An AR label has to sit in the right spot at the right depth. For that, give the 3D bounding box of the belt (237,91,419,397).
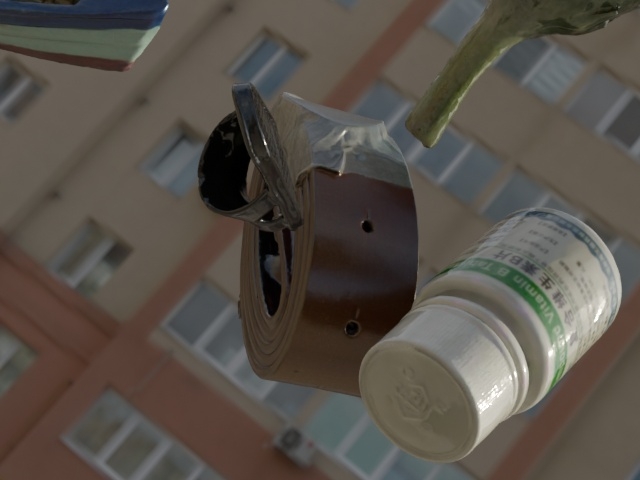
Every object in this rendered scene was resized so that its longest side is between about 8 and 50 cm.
[{"bbox_3d":[0.000,0.000,1.570,0.122,0.338,0.217,13,-51,-16],"label":"belt"}]

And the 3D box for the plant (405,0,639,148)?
[{"bbox_3d":[0.177,-0.225,1.150,0.306,0.297,0.261,35,39,-53],"label":"plant"}]

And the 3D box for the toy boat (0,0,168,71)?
[{"bbox_3d":[-0.177,-0.128,0.766,0.229,0.080,0.046,18,-45,11],"label":"toy boat"}]

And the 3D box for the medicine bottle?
[{"bbox_3d":[0.143,0.077,1.348,0.139,0.237,0.139,21,-53,30],"label":"medicine bottle"}]

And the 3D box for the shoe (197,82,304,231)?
[{"bbox_3d":[-0.045,-0.043,0.892,0.159,0.053,0.062,73,-1,-75],"label":"shoe"}]
